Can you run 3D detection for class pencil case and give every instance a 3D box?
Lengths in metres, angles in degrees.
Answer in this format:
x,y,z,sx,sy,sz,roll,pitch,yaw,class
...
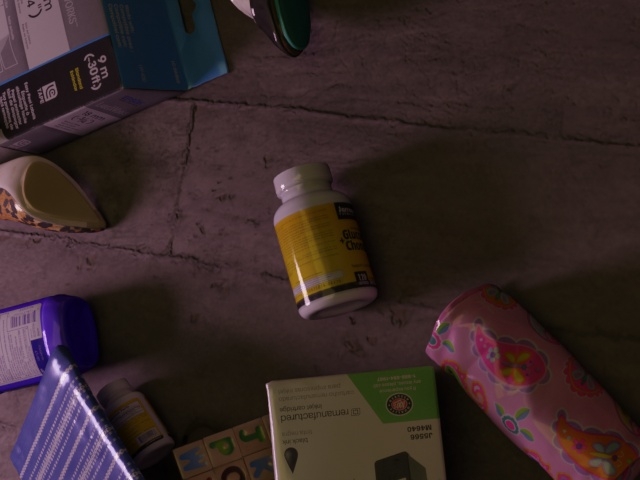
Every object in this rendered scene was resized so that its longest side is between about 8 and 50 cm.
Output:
x,y,z,sx,sy,sz,roll,pitch,yaw,class
0.244,0.176,1.299,0.284,0.124,0.124,45,102,22,pencil case

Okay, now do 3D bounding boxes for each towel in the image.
x,y,z,sx,sy,sz,roll,pitch,yaw,class
-0.296,0.328,1.480,0.336,0.040,0.243,50,129,31,towel

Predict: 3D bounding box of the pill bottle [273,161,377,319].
x,y,z,sx,sy,sz,roll,pitch,yaw,class
0.000,0.000,1.431,0.103,0.103,0.184,-21,76,20,pill bottle

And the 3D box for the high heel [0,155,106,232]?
x,y,z,sx,sy,sz,roll,pitch,yaw,class
-0.439,-0.051,1.664,0.261,0.186,0.093,25,62,-5,high heel

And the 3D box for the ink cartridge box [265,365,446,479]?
x,y,z,sx,sy,sz,roll,pitch,yaw,class
0.047,0.294,1.333,0.198,0.115,0.272,-6,80,-3,ink cartridge box

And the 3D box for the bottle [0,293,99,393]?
x,y,z,sx,sy,sz,roll,pitch,yaw,class
-0.453,0.158,1.617,0.283,0.092,0.118,-16,81,22,bottle

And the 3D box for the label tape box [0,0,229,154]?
x,y,z,sx,sy,sz,roll,pitch,yaw,class
-0.322,-0.293,1.607,0.334,0.106,0.240,-20,77,21,label tape box

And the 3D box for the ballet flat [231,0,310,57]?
x,y,z,sx,sy,sz,roll,pitch,yaw,class
-0.069,-0.361,1.519,0.096,0.095,0.280,-15,68,32,ballet flat

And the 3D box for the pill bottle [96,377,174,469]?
x,y,z,sx,sy,sz,roll,pitch,yaw,class
-0.252,0.245,1.533,0.065,0.065,0.116,-42,69,14,pill bottle

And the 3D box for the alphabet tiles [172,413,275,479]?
x,y,z,sx,sy,sz,roll,pitch,yaw,class
-0.050,0.334,1.402,0.198,0.009,0.237,-18,73,-16,alphabet tiles
